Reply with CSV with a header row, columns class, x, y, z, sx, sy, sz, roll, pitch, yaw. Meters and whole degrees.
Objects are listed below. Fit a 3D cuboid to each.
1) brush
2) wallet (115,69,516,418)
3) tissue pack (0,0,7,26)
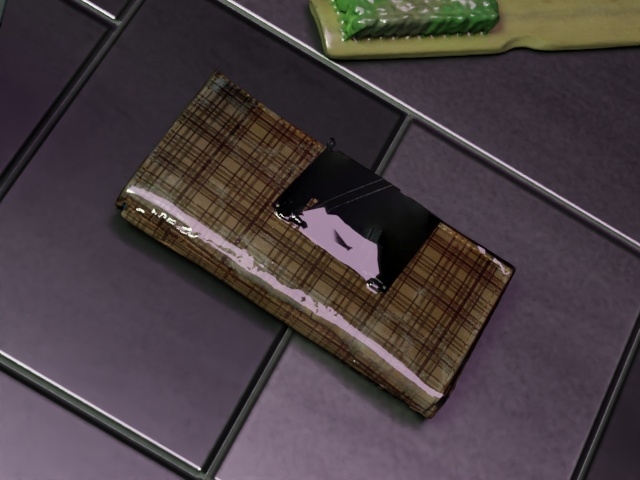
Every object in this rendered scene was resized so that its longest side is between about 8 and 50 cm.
class,x,y,z,sx,sy,sz,roll,pitch,yaw
brush,0.130,-0.160,1.184,0.282,0.048,0.054,-5,67,-23
wallet,0.000,0.000,1.050,0.230,0.042,0.124,32,59,2
tissue pack,-0.295,-0.153,0.942,0.257,0.185,0.081,37,57,2
